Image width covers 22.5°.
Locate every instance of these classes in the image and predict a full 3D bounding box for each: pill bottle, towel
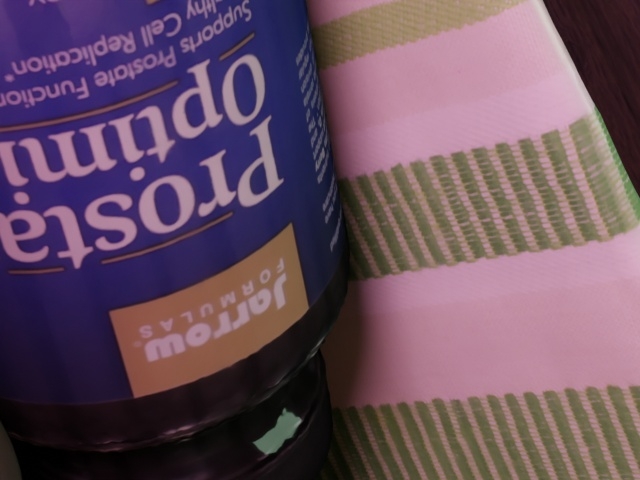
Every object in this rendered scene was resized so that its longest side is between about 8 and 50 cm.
[{"bbox_3d":[-0.058,-0.024,0.423,0.123,0.123,0.219,-98,177,-54],"label":"pill bottle"},{"bbox_3d":[0.013,0.013,0.525,0.038,0.248,0.325,-45,113,-37],"label":"towel"}]

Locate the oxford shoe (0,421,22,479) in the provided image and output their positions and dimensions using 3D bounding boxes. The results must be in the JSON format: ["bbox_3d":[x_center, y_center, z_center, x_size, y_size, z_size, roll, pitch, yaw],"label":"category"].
[{"bbox_3d":[-0.128,-0.028,0.307,0.271,0.098,0.097,56,15,-29],"label":"oxford shoe"}]
